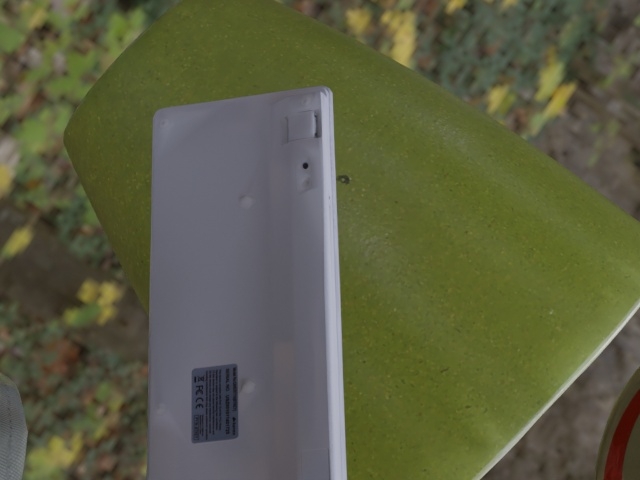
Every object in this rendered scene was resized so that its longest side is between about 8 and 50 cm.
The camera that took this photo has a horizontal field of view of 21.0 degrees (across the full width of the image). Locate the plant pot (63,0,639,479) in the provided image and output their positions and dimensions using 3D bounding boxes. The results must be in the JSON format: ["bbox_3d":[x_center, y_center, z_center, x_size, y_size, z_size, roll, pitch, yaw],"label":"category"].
[{"bbox_3d":[0.000,0.000,0.995,0.275,0.293,0.275,-46,178,-2],"label":"plant pot"}]

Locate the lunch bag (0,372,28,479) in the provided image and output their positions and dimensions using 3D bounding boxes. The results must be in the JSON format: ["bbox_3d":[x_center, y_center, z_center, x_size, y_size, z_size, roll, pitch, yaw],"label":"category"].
[{"bbox_3d":[-0.257,0.057,0.656,0.169,0.235,0.287,-62,-159,-9],"label":"lunch bag"}]

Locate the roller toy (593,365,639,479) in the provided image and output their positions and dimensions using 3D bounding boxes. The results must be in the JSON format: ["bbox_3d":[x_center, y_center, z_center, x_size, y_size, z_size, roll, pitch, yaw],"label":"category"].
[{"bbox_3d":[0.279,0.152,1.059,0.209,0.146,0.191,-46,-142,42],"label":"roller toy"}]

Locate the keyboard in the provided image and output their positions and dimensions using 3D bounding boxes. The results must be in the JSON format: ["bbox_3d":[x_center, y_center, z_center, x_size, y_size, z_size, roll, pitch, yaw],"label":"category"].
[{"bbox_3d":[-0.027,0.057,0.612,0.014,0.072,0.256,55,29,-57],"label":"keyboard"}]
